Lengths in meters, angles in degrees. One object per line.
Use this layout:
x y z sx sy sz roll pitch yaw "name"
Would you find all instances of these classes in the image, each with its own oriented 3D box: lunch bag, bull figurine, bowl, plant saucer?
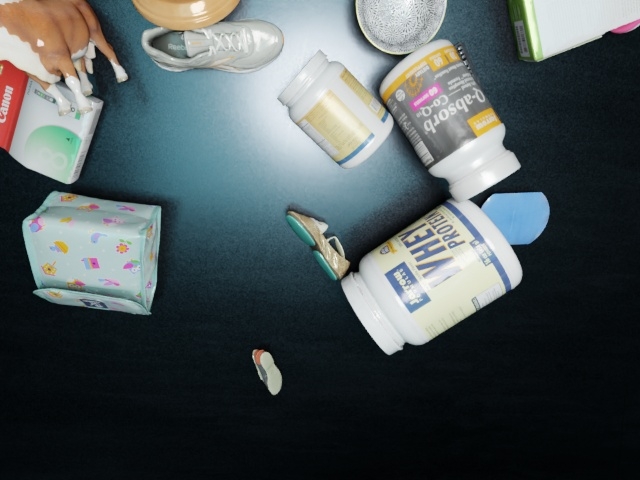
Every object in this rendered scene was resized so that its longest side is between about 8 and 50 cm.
-0.468 0.051 0.864 0.224 0.160 0.262 9 120 -12 "lunch bag"
-0.436 -0.313 0.661 0.101 0.310 0.188 -10 127 10 "bull figurine"
0.145 -0.446 0.780 0.170 0.080 0.169 -2 110 -4 "bowl"
-0.235 -0.457 0.704 0.200 0.037 0.199 0 74 -1 "plant saucer"

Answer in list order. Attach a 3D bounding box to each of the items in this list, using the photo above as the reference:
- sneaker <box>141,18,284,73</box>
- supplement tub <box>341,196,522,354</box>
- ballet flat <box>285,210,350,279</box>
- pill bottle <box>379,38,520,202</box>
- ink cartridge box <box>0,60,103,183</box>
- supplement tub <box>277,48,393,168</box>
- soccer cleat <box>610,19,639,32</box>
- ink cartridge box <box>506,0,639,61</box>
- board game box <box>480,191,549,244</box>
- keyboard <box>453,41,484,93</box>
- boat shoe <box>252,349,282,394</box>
-0.198 -0.360 0.756 0.263 0.121 0.099 -8 111 -3 "sneaker"
0.234 0.081 0.898 0.325 0.235 0.235 -35 109 7 "supplement tub"
0.000 0.000 0.946 0.067 0.073 0.206 -43 114 -19 "ballet flat"
0.249 -0.223 0.785 0.162 0.162 0.278 -33 88 6 "pill bottle"
-0.573 -0.241 0.801 0.225 0.056 0.180 23 106 -15 "ink cartridge box"
0.029 -0.255 0.804 0.200 0.144 0.144 41 101 -17 "supplement tub"
0.631 -0.578 0.764 0.143 0.116 0.330 -23 123 -25 "soccer cleat"
0.503 -0.481 0.766 0.256 0.097 0.188 -18 111 14 "ink cartridge box"
0.457 -0.056 0.980 0.169 0.033 0.133 -2 115 1 "board game box"
0.295 -0.315 0.873 0.108 0.023 0.180 -30 109 6 "keyboard"
-0.140 0.342 1.062 0.043 0.049 0.136 3 120 39 "boat shoe"
